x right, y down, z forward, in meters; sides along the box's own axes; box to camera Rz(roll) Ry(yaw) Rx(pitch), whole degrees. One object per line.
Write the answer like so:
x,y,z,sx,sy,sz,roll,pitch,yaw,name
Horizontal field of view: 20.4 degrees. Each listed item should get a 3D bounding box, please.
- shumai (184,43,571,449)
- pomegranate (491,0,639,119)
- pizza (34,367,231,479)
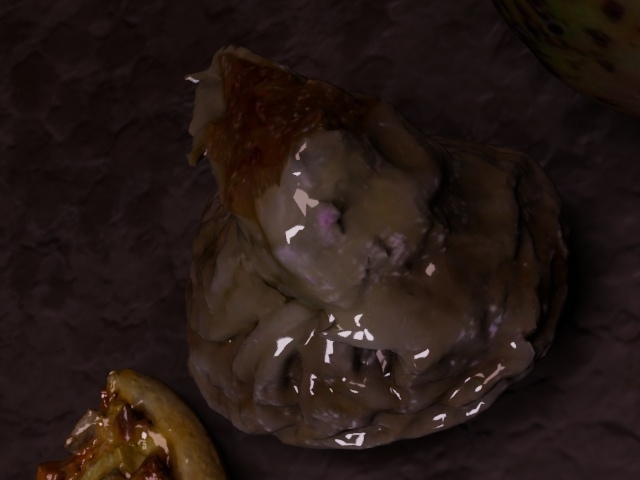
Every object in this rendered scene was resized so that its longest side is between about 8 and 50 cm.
0.000,0.000,0.824,0.206,0.175,0.166,-15,60,27,shumai
0.191,-0.200,0.779,0.242,0.242,0.306,11,68,33,pomegranate
-0.101,0.154,0.887,0.134,0.046,0.175,-35,55,11,pizza
